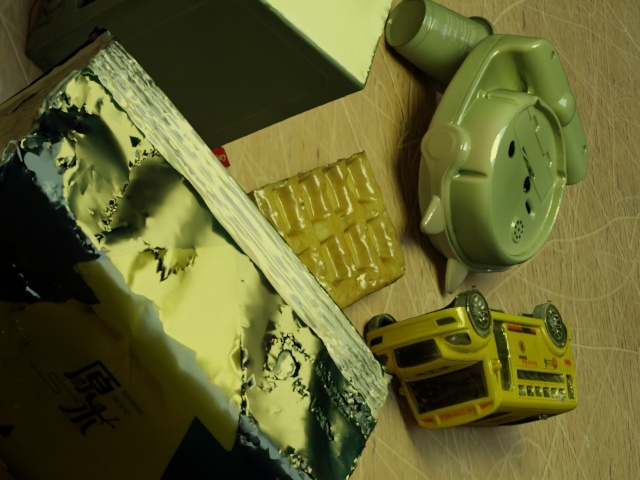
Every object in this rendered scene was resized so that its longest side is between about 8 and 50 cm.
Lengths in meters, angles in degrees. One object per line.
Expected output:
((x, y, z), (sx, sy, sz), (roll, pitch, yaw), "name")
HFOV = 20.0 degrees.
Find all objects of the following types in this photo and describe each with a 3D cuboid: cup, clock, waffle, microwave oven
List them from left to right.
((-0.103, -0.233, 1.783), (0.237, 0.295, 0.181), (37, 54, -30), "microwave oven")
((0.000, 0.000, 2.100), (0.274, 0.057, 0.168), (-26, 96, -59), "waffle")
((0.163, -0.267, 2.464), (0.141, 0.120, 0.120), (25, 53, -40), "cup")
((0.233, -0.086, 2.394), (0.324, 0.109, 0.265), (-59, 142, -30), "clock")

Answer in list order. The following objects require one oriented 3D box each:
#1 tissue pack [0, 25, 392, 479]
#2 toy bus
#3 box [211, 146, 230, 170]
((-0.171, 0.067, 1.548), (0.416, 0.264, 0.253), (53, 36, -17), "tissue pack")
((0.193, 0.155, 2.241), (0.330, 0.144, 0.152), (11, 65, -58), "toy bus")
((-0.161, -0.169, 1.953), (0.055, 0.040, 0.218), (-27, 97, -61), "box")
